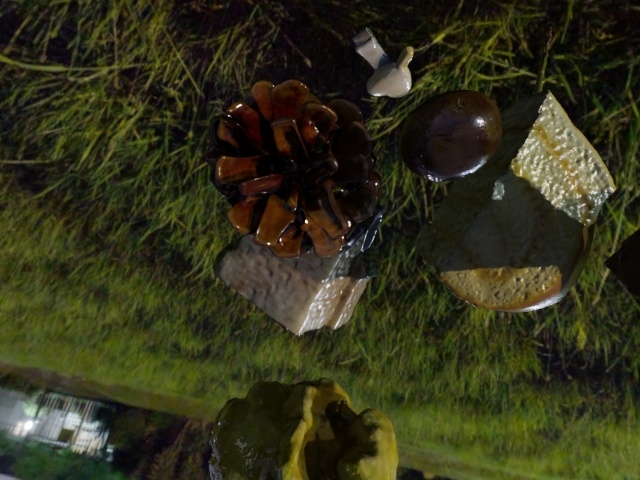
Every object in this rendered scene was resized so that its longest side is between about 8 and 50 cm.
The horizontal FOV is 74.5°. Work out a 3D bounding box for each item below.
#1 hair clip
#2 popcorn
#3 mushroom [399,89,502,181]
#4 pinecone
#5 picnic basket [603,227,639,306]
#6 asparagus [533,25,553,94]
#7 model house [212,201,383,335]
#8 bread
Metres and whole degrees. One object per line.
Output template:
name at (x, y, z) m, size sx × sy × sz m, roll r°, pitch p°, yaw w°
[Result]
hair clip at (0.175, -0.453, 1.095) m, size 0.159 × 0.071 × 0.218 m, roll -15°, pitch 149°, yaw 35°
popcorn at (-0.028, 0.294, 0.538) m, size 0.249 × 0.235 × 0.242 m, roll 2°, pitch 115°, yaw 10°
mushroom at (0.160, -0.131, 0.526) m, size 0.127 × 0.087 × 0.127 m, roll -6°, pitch 133°, yaw -6°
pinecone at (-0.029, -0.089, 0.509) m, size 0.202 × 0.229 × 0.201 m, roll -36°, pitch 174°, yaw 8°
picnic basket at (0.560, -0.001, 0.448) m, size 0.337 × 0.293 × 0.337 m, roll 1°, pitch 127°, yaw 1°
asparagus at (0.524, -0.383, 1.004) m, size 0.024 × 0.249 × 0.025 m, roll 4°, pitch -173°, yaw -16°
model house at (0.002, 0.001, 0.812) m, size 0.243 × 0.284 × 0.298 m, roll 37°, pitch -171°, yaw 16°
bread at (0.401, -0.053, 0.833) m, size 0.264 × 0.395 × 0.239 m, roll 31°, pitch -169°, yaw -2°
